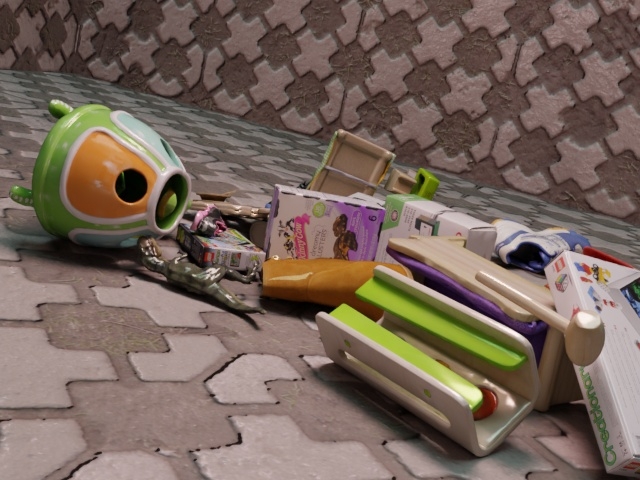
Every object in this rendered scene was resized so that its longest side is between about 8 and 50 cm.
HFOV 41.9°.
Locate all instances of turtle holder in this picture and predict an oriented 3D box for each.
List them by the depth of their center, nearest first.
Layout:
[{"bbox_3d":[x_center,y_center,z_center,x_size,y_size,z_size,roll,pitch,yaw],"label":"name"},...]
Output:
[{"bbox_3d":[-0.346,-0.081,1.432,0.227,0.243,0.320,18,-30,12],"label":"turtle holder"}]

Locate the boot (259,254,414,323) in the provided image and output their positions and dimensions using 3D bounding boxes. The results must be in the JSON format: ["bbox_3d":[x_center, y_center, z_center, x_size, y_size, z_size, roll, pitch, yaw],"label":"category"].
[{"bbox_3d":[0.014,0.079,1.322,0.211,0.104,0.295,3,4,-15],"label":"boot"}]

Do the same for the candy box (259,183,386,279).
[{"bbox_3d":[0.000,0.000,1.493,0.196,0.165,0.070,9,12,-12],"label":"candy box"}]

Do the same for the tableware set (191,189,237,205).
[{"bbox_3d":[-0.282,-0.100,1.797,0.194,0.039,0.128,6,1,4],"label":"tableware set"}]

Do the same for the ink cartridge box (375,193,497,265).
[{"bbox_3d":[0.220,0.014,1.652,0.092,0.160,0.219,-2,19,-43],"label":"ink cartridge box"}]

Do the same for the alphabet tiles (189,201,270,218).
[{"bbox_3d":[-0.142,-0.055,1.756,0.278,0.021,0.284,5,-1,32],"label":"alphabet tiles"}]

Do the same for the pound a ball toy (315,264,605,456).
[{"bbox_3d":[0.179,0.142,1.081,0.208,0.136,0.319,-37,40,-25],"label":"pound a ball toy"}]

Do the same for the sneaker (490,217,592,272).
[{"bbox_3d":[0.545,0.036,2.049,0.296,0.112,0.131,7,32,-18],"label":"sneaker"}]

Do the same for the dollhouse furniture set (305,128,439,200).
[{"bbox_3d":[0.086,-0.126,1.892,0.301,0.198,0.151,21,10,-31],"label":"dollhouse furniture set"}]

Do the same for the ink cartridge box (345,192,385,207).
[{"bbox_3d":[0.067,-0.020,1.720,0.072,0.127,0.175,19,15,14],"label":"ink cartridge box"}]

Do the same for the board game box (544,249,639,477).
[{"bbox_3d":[0.417,0.163,1.089,0.193,0.053,0.305,15,47,-22],"label":"board game box"}]

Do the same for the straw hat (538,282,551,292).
[{"bbox_3d":[0.525,0.096,1.821,0.144,0.061,0.144,13,14,-3],"label":"straw hat"}]

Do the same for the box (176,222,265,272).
[{"bbox_3d":[-0.184,0.011,1.515,0.114,0.036,0.207,7,10,-23],"label":"box"}]

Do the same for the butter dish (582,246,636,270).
[{"bbox_3d":[0.531,0.113,1.635,0.118,0.160,0.160,-17,24,-18],"label":"butter dish"}]

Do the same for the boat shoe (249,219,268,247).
[{"bbox_3d":[-0.043,0.000,1.651,0.206,0.075,0.065,15,13,33],"label":"boat shoe"}]

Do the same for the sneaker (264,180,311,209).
[{"bbox_3d":[-0.050,-0.098,2.000,0.081,0.090,0.232,21,15,30],"label":"sneaker"}]

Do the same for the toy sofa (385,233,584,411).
[{"bbox_3d":[0.248,0.114,1.300,0.177,0.150,0.362,-2,19,-32],"label":"toy sofa"}]

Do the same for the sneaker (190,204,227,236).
[{"bbox_3d":[-0.195,-0.031,1.527,0.057,0.047,0.119,24,15,3],"label":"sneaker"}]

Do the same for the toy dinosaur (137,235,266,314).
[{"bbox_3d":[-0.170,0.060,1.329,0.268,0.064,0.118,22,20,25],"label":"toy dinosaur"}]
